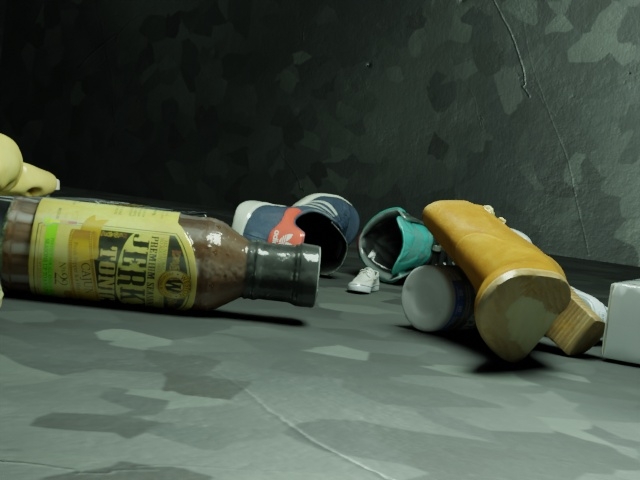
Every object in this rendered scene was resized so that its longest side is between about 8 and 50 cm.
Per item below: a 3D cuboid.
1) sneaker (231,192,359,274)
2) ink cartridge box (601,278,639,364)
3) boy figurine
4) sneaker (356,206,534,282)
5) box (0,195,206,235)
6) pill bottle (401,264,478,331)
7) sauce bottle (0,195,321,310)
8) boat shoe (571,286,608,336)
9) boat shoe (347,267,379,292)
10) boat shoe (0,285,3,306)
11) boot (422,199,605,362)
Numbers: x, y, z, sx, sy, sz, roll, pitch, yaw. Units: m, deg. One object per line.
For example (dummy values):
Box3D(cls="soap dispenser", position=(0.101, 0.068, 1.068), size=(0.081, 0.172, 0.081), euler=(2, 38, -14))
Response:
Box3D(cls="sneaker", position=(0.000, 0.000, 1.892), size=(0.148, 0.131, 0.350), euler=(16, 14, 28))
Box3D(cls="ink cartridge box", position=(0.417, 0.096, 1.310), size=(0.153, 0.087, 0.208), euler=(9, 4, 26))
Box3D(cls="boy figurine", position=(-0.540, -0.097, 1.966), size=(0.177, 0.092, 0.285), euler=(-7, -16, -3))
Box3D(cls="sneaker", position=(0.185, 0.012, 1.879), size=(0.295, 0.124, 0.178), euler=(0, -5, 26))
Box3D(cls="box", position=(-0.362, -0.022, 1.837), size=(0.242, 0.077, 0.307), euler=(8, 4, 25))
Box3D(cls="pill bottle", position=(0.168, 0.068, 1.367), size=(0.137, 0.078, 0.078), euler=(2, 6, -44))
Box3D(cls="sauce bottle", position=(-0.172, 0.019, 1.268), size=(0.344, 0.112, 0.111), euler=(5, 4, -2))
Box3D(cls="boat shoe", position=(0.275, 0.083, 1.467), size=(0.075, 0.083, 0.226), euler=(19, 6, -43))
Box3D(cls="boat shoe", position=(0.065, 0.057, 1.693), size=(0.035, 0.035, 0.100), euler=(8, 4, 21))
Box3D(cls="boat shoe", position=(-0.389, 0.024, 1.159), size=(0.104, 0.089, 0.285), euler=(-24, 15, -24))
Box3D(cls="boot", position=(0.176, 0.028, 1.235), size=(0.211, 0.104, 0.295), euler=(44, 13, 31))
